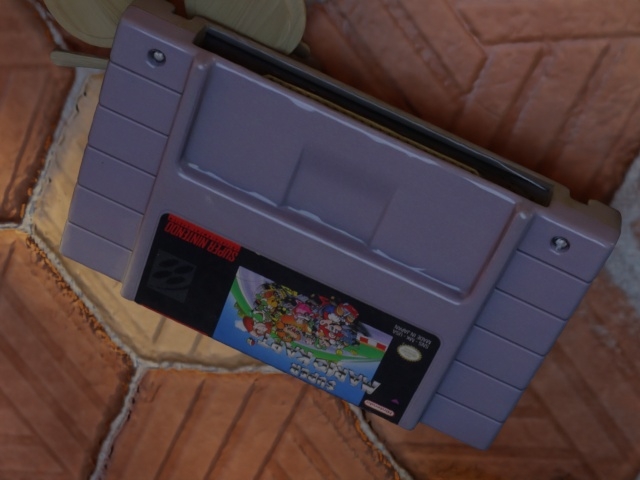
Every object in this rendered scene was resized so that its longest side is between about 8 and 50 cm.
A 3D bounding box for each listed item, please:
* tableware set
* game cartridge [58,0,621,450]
[{"bbox_3d":[-0.098,-0.170,0.953,0.194,0.039,0.128,10,128,14],"label":"tableware set"},{"bbox_3d":[0.000,0.000,0.978,0.355,0.068,0.230,25,125,2],"label":"game cartridge"}]
